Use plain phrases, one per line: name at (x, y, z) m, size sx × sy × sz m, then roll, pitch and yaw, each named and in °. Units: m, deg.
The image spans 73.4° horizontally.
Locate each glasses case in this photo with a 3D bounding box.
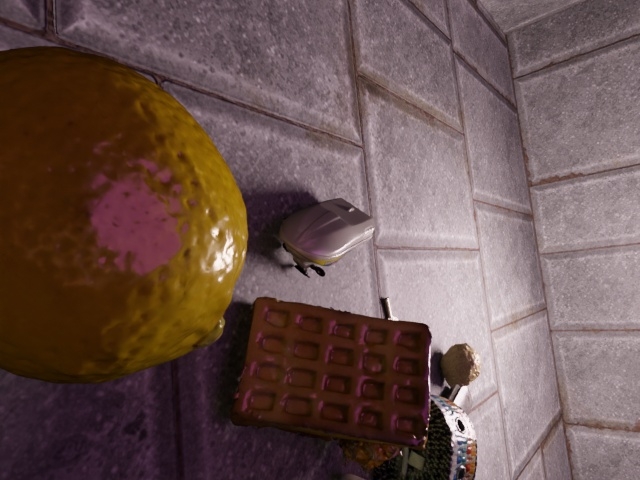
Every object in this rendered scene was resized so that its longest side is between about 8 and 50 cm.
glasses case at (0.367, 0.544, 1.249) m, size 0.299 × 0.060 × 0.114 m, roll -33°, pitch 110°, yaw -49°

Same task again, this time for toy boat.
toy boat at (0.005, -0.007, 0.886) m, size 0.269 × 0.141 × 0.140 m, roll -36°, pitch 110°, yaw -49°

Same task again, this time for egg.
egg at (0.430, 0.381, 1.318) m, size 0.118 × 0.116 × 0.140 m, roll -51°, pitch 162°, yaw -55°

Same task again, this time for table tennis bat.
table tennis bat at (0.191, 0.228, 1.143) m, size 0.087 × 0.013 × 0.156 m, roll -17°, pitch 96°, yaw -50°

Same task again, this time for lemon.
lemon at (-0.242, -0.020, 0.443) m, size 0.336 × 0.336 × 0.336 m, roll 15°, pitch 71°, yaw -49°

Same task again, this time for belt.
belt at (0.245, 0.507, 0.992) m, size 0.160 × 0.207 × 0.295 m, roll 25°, pitch 65°, yaw -43°

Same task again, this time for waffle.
waffle at (0.025, 0.225, 0.744) m, size 0.328 × 0.098 × 0.224 m, roll 10°, pitch 63°, yaw -4°

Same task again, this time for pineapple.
pineapple at (0.088, 0.339, 0.849) m, size 0.076 × 0.225 × 0.224 m, roll 30°, pitch 58°, yaw -24°

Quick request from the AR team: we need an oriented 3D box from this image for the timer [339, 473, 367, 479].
timer at (0.072, 0.547, 0.862) m, size 0.136 × 0.099 × 0.136 m, roll 6°, pitch 79°, yaw -36°
